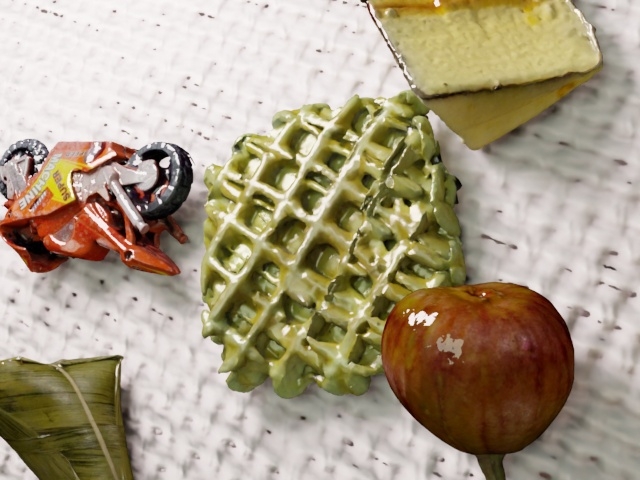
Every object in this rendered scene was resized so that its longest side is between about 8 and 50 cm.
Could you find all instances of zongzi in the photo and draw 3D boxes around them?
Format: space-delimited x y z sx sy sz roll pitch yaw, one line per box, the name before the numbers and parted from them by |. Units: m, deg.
zongzi | -0.287 0.214 0.981 0.094 0.204 0.204 -36 58 35

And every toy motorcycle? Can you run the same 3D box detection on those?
toy motorcycle | -0.272 -0.040 1.128 0.298 0.089 0.171 5 76 30

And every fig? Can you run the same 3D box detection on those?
fig | 0.142 0.114 0.819 0.149 0.202 0.148 -38 39 -10

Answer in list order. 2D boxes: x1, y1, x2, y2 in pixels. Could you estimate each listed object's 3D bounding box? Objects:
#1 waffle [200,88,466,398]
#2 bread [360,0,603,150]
waffle | 0.000 0.000 0.968 0.297 0.073 0.317 -17 65 23
bread | 0.147 -0.233 0.929 0.178 0.135 0.240 -32 58 17
